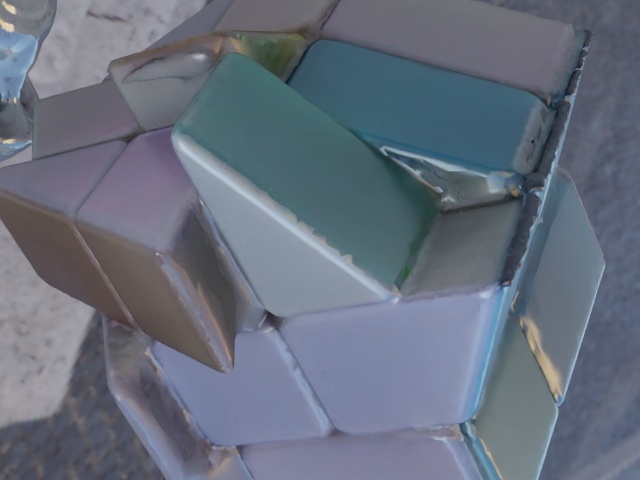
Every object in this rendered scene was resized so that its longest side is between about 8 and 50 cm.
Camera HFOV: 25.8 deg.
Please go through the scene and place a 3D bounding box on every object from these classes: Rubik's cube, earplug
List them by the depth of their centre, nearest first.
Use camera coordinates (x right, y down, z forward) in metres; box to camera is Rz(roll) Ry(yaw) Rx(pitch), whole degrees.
[{"bbox_3d":[0.000,0.000,0.917,0.358,0.368,0.387,64,33,-27],"label":"Rubik's cube"},{"bbox_3d":[-0.364,-0.224,1.410,0.214,0.175,0.325,-39,140,-66],"label":"earplug"}]
